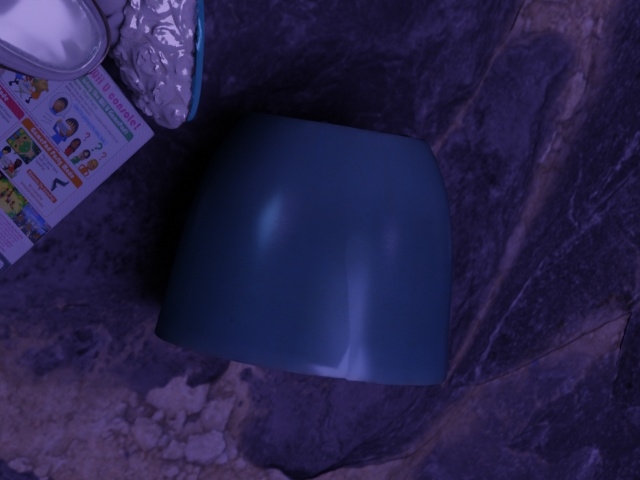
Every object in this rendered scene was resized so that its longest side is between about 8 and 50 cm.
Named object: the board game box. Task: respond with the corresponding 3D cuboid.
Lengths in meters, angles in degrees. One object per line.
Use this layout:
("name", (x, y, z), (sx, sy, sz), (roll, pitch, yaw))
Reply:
("board game box", (-0.335, -0.085, 1.648), (0.303, 0.097, 0.224), (-42, 129, -8))

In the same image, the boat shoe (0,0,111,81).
("boat shoe", (-0.300, -0.236, 1.502), (0.302, 0.103, 0.113), (37, 83, -13))

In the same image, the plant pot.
("plant pot", (0.000, 0.000, 1.805), (0.293, 0.293, 0.235), (8, 93, -36))

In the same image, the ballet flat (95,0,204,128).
("ballet flat", (-0.175, -0.302, 1.629), (0.147, 0.147, 0.409), (-8, 112, -31))
